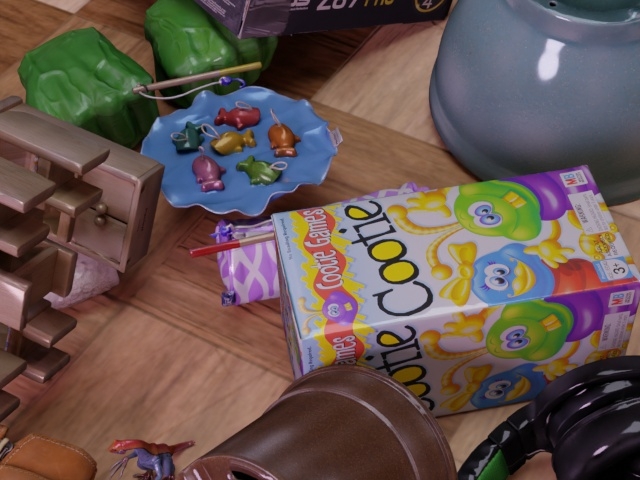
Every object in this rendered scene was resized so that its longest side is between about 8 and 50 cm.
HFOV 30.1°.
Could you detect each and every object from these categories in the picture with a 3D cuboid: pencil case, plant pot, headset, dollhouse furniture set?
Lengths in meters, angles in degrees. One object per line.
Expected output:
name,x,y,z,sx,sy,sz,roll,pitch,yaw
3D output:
pencil case,0.000,0.000,1.101,0.206,0.088,0.086,-12,50,-10
plant pot,0.259,-0.207,1.187,0.293,0.196,0.293,-1,53,1
plant pot,-0.014,0.185,0.831,0.167,0.167,0.165,27,21,25
headset,0.276,0.200,0.898,0.394,0.185,0.243,-35,49,-8
dollhouse furniture set,-0.265,-0.011,0.989,0.161,0.212,0.242,23,30,12

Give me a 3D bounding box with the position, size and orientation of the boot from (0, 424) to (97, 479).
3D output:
boot,-0.325,0.221,0.894,0.283,0.109,0.220,8,46,13

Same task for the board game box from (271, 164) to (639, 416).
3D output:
board game box,0.108,0.052,1.009,0.275,0.144,0.142,-9,47,-5

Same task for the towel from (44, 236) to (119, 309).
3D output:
towel,-0.338,-0.009,1.154,0.187,0.049,0.282,-27,52,-20

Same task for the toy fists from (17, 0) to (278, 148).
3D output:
toy fists,-0.180,-0.178,1.275,0.279,0.096,0.142,-24,43,-17

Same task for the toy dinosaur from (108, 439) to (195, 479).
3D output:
toy dinosaur,-0.141,0.170,0.950,0.047,0.082,0.090,11,48,13

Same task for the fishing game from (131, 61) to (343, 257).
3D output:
fishing game,-0.076,-0.092,1.113,0.189,0.041,0.264,-11,45,-9

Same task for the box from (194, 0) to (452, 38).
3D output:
box,-0.075,-0.372,1.384,0.318,0.097,0.395,-14,44,-39
